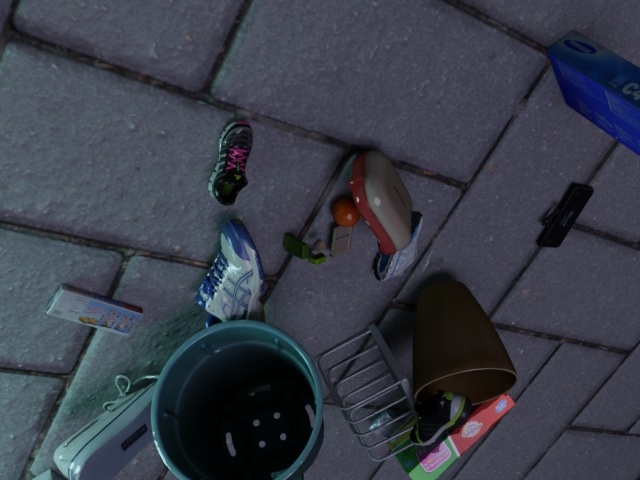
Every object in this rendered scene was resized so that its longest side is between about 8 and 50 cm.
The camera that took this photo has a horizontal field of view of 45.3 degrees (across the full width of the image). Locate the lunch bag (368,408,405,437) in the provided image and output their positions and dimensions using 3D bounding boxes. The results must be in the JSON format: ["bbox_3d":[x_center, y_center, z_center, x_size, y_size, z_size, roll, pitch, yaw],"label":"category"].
[{"bbox_3d":[0.177,0.491,2.081,0.071,0.053,0.083,-48,141,15],"label":"lunch bag"}]

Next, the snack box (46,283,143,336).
[{"bbox_3d":[-0.442,0.140,1.515,0.178,0.022,0.064,24,111,-38],"label":"snack box"}]

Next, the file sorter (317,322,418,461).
[{"bbox_3d":[0.133,0.383,1.882,0.173,0.192,0.277,-28,133,-1],"label":"file sorter"}]

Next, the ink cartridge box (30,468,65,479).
[{"bbox_3d":[-0.612,0.634,1.743,0.128,0.127,0.176,-31,132,-1],"label":"ink cartridge box"}]

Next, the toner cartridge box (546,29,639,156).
[{"bbox_3d":[0.592,-0.268,1.497,0.075,0.348,0.165,-36,133,2],"label":"toner cartridge box"}]

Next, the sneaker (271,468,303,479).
[{"bbox_3d":[-0.156,0.620,2.013,0.224,0.083,0.098,12,142,-31],"label":"sneaker"}]

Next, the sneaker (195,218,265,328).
[{"bbox_3d":[-0.187,0.092,1.547,0.131,0.112,0.296,-14,129,-16],"label":"sneaker"}]

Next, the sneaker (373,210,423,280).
[{"bbox_3d":[0.188,0.009,1.709,0.083,0.071,0.190,-1,134,-34],"label":"sneaker"}]

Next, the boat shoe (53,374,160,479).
[{"bbox_3d":[-0.409,0.370,1.642,0.367,0.157,0.135,-40,135,-34],"label":"boat shoe"}]

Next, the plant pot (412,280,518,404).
[{"bbox_3d":[0.312,0.230,1.790,0.237,0.254,0.237,-6,149,-4],"label":"plant pot"}]

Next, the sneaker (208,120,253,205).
[{"bbox_3d":[-0.158,-0.135,1.408,0.063,0.074,0.170,6,121,-30],"label":"sneaker"}]

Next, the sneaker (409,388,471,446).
[{"bbox_3d":[0.250,0.391,1.743,0.097,0.084,0.234,27,138,-9],"label":"sneaker"}]

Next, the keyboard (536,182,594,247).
[{"bbox_3d":[0.589,-0.060,1.881,0.108,0.023,0.180,3,123,-36],"label":"keyboard"}]

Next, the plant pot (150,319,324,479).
[{"bbox_3d":[-0.139,0.379,1.624,0.341,0.341,0.334,-29,156,-4],"label":"plant pot"}]

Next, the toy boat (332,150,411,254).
[{"bbox_3d":[0.096,-0.066,1.569,0.151,0.151,0.231,-13,137,23],"label":"toy boat"}]

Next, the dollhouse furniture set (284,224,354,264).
[{"bbox_3d":[0.000,0.000,1.629,0.152,0.059,0.076,-20,127,-38],"label":"dollhouse furniture set"}]

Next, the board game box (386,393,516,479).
[{"bbox_3d":[0.331,0.477,1.995,0.316,0.242,0.064,-42,99,-4],"label":"board game box"}]
